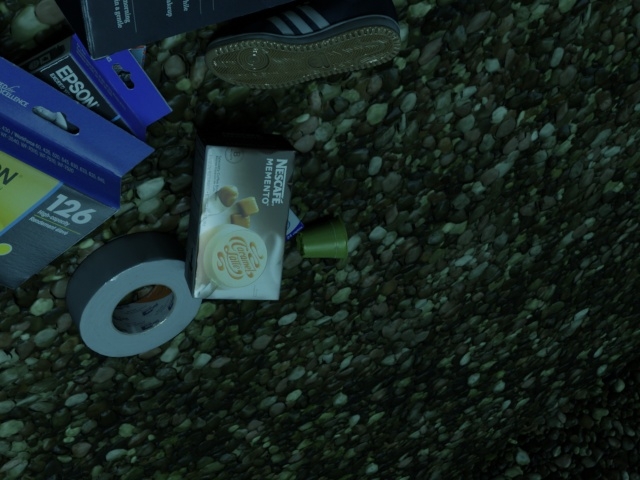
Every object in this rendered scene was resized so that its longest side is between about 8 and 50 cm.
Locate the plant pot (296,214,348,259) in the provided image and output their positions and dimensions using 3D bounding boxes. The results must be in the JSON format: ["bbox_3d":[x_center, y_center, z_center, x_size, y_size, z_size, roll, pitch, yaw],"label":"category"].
[{"bbox_3d":[0.000,0.000,1.842,0.079,0.083,0.083,-8,136,-14],"label":"plant pot"}]

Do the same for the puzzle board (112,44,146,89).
[{"bbox_3d":[-0.305,-0.222,1.403,0.128,0.011,0.096,-12,137,-31],"label":"puzzle board"}]

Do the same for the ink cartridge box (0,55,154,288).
[{"bbox_3d":[-0.427,-0.075,1.362,0.307,0.072,0.304,-34,143,21],"label":"ink cartridge box"}]

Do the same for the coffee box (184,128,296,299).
[{"bbox_3d":[-0.127,-0.039,1.576,0.141,0.098,0.246,3,110,-16],"label":"coffee box"}]

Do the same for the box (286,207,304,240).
[{"bbox_3d":[-0.117,-0.037,1.703,0.126,0.072,0.137,-39,143,1],"label":"box"}]

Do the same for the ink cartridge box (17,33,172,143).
[{"bbox_3d":[-0.328,-0.177,1.380,0.208,0.045,0.206,-29,143,4],"label":"ink cartridge box"}]

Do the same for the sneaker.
[{"bbox_3d":[-0.026,-0.315,1.474,0.282,0.153,0.099,-7,146,10],"label":"sneaker"}]

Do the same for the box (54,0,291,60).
[{"bbox_3d":[-0.107,-0.381,0.900,0.313,0.179,0.343,-20,140,-20],"label":"box"}]

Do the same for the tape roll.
[{"bbox_3d":[-0.305,0.091,1.689,0.219,0.072,0.219,-22,142,-19],"label":"tape roll"}]
